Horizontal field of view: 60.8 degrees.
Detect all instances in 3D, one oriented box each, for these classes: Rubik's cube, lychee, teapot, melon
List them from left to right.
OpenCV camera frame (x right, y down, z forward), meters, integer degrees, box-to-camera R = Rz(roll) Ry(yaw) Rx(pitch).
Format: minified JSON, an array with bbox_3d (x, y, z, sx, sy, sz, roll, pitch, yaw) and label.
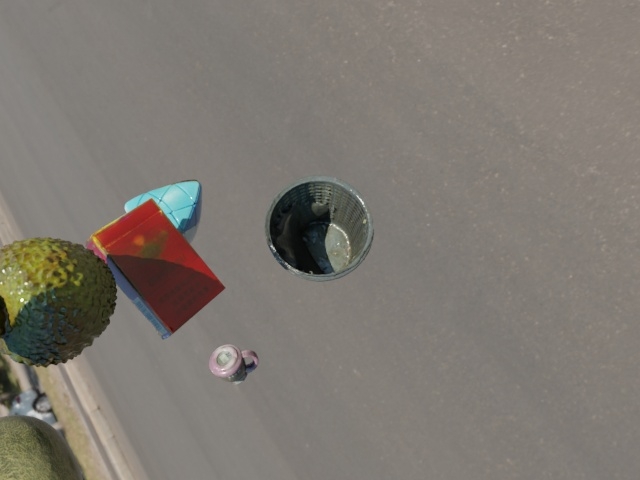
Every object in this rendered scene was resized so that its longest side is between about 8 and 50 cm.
[{"bbox_3d":[-0.638,0.526,1.155,0.329,0.248,0.249,44,140,17],"label":"melon"},{"bbox_3d":[-0.570,0.123,1.121,0.270,0.269,0.320,63,-177,5],"label":"lychee"},{"bbox_3d":[-0.484,-0.052,1.658,0.254,0.254,0.255,31,132,41],"label":"Rubik's cube"},{"bbox_3d":[-0.295,0.423,1.874,0.116,0.148,0.146,34,157,34],"label":"teapot"}]

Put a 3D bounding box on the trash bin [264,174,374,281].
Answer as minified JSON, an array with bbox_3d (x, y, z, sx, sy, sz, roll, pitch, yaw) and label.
[{"bbox_3d":[0.000,0.000,0.930,0.175,0.175,0.161,56,172,15],"label":"trash bin"}]

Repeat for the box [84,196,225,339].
[{"bbox_3d":[-0.423,0.070,1.411,0.313,0.197,0.089,53,143,-7],"label":"box"}]
